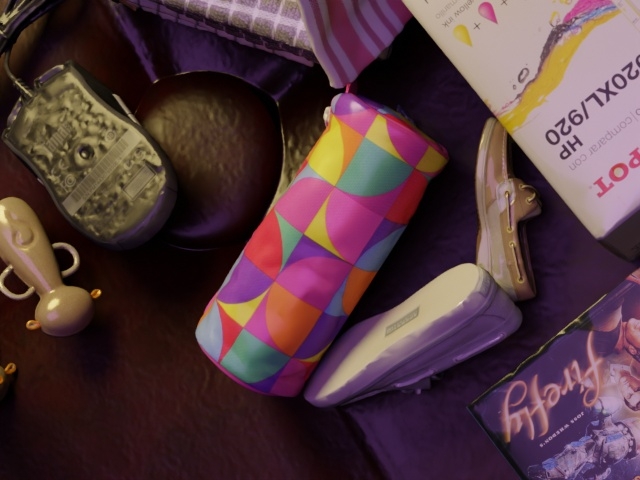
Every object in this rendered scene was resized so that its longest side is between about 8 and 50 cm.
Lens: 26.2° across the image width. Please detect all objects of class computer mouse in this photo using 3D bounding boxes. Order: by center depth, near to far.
[{"bbox_3d":[-0.181,-0.117,1.125,0.262,0.060,0.184,39,91,23],"label":"computer mouse"}]

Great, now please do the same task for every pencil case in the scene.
[{"bbox_3d":[0.000,0.000,1.011,0.104,0.104,0.236,35,99,21],"label":"pencil case"}]

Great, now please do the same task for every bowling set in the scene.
[{"bbox_3d":[-0.324,0.108,1.120,0.287,0.200,0.154,-28,76,-27],"label":"bowling set"}]

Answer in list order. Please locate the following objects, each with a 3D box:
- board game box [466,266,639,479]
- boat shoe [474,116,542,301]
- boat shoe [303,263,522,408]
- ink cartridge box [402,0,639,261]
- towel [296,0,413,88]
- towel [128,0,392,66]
[{"bbox_3d":[0.244,0.104,0.935,0.243,0.042,0.165,-42,72,13],"label":"board game box"},{"bbox_3d":[0.137,-0.021,0.990,0.045,0.050,0.135,0,95,19],"label":"boat shoe"},{"bbox_3d":[0.066,0.081,0.998,0.063,0.066,0.184,41,121,-21],"label":"boat shoe"},{"bbox_3d":[0.192,-0.129,0.910,0.171,0.168,0.232,-40,73,13],"label":"ink cartridge box"},{"bbox_3d":[0.052,-0.217,0.953,0.029,0.144,0.197,25,64,38],"label":"towel"},{"bbox_3d":[-0.057,-0.271,1.029,0.284,0.121,0.235,19,93,12],"label":"towel"}]
